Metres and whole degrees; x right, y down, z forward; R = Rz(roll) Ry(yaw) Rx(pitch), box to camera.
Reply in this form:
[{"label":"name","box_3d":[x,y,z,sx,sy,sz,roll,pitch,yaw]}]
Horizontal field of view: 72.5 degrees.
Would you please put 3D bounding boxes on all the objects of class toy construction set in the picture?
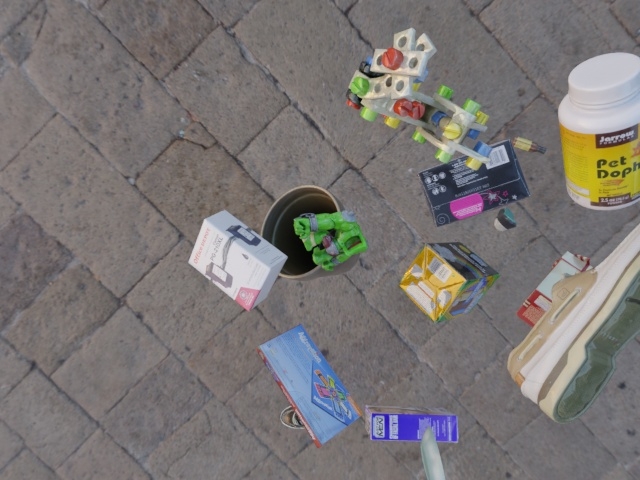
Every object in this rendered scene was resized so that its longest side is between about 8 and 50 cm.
[{"label":"toy construction set","box_3d":[0.174,-0.246,0.792,0.151,0.327,0.215,-52,51,15]}]

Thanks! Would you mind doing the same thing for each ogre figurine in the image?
[{"label":"ogre figurine","box_3d":[0.031,-0.002,0.891,0.118,0.097,0.197,-18,127,10]}]

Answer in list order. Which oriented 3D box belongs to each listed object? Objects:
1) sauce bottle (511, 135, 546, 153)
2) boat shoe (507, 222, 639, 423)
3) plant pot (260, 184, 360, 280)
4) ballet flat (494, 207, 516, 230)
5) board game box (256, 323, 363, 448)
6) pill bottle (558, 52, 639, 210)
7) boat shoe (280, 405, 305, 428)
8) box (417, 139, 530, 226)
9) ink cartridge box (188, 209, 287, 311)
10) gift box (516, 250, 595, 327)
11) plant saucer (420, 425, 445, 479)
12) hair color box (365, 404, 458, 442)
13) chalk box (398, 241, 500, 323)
[{"label":"sauce bottle","box_3d":[0.822,-0.372,1.722,0.128,0.042,0.042,24,97,11]},{"label":"boat shoe","box_3d":[0.357,0.085,0.574,0.113,0.103,0.302,32,96,-29]},{"label":"plant pot","box_3d":[0.000,0.000,1.535,0.323,0.280,0.324,-10,70,31]},{"label":"ballet flat","box_3d":[0.659,-0.067,1.566,0.074,0.203,0.074,5,105,19]},{"label":"board game box","box_3d":[-0.029,0.356,1.105,0.281,0.145,0.027,52,140,22]},{"label":"pill bottle","box_3d":[0.419,-0.154,0.640,0.117,0.117,0.215,-31,128,5]},{"label":"boat shoe","box_3d":[-0.054,0.575,1.433,0.219,0.070,0.078,-17,65,32]},{"label":"box","box_3d":[0.408,-0.148,1.194,0.247,0.142,0.164,-19,86,13]},{"label":"ink cartridge box","box_3d":[-0.238,0.054,1.237,0.237,0.100,0.172,36,121,11]},{"label":"gift box","box_3d":[0.922,0.212,1.588,0.258,0.276,0.255,-39,68,-22]},{"label":"plant saucer","box_3d":[0.324,0.649,1.278,0.037,0.195,0.195,-9,97,1]},{"label":"hair color box","box_3d":[0.357,0.733,1.759,0.338,0.185,0.110,1,79,-1]},{"label":"chalk box","box_3d":[0.428,0.125,1.405,0.180,0.288,0.179,48,122,34]}]
